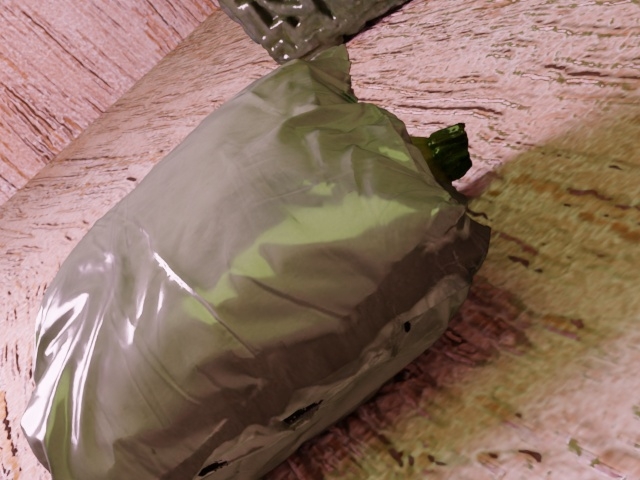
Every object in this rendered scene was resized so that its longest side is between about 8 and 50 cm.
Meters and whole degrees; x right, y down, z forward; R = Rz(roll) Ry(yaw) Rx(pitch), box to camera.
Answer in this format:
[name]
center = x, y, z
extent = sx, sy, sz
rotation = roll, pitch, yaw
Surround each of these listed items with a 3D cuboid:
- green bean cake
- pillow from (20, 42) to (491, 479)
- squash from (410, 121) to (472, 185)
[green bean cake]
center = -0.016, -0.352, 1.469
extent = 0.255, 0.241, 0.132
rotation = -26, 21, 41
[pillow]
center = -0.059, 0.028, 0.759
extent = 0.310, 0.138, 0.283
rotation = -42, 30, 12
[squash]
center = 0.000, 0.000, 0.871
extent = 0.258, 0.069, 0.069
rotation = -33, 19, 27
